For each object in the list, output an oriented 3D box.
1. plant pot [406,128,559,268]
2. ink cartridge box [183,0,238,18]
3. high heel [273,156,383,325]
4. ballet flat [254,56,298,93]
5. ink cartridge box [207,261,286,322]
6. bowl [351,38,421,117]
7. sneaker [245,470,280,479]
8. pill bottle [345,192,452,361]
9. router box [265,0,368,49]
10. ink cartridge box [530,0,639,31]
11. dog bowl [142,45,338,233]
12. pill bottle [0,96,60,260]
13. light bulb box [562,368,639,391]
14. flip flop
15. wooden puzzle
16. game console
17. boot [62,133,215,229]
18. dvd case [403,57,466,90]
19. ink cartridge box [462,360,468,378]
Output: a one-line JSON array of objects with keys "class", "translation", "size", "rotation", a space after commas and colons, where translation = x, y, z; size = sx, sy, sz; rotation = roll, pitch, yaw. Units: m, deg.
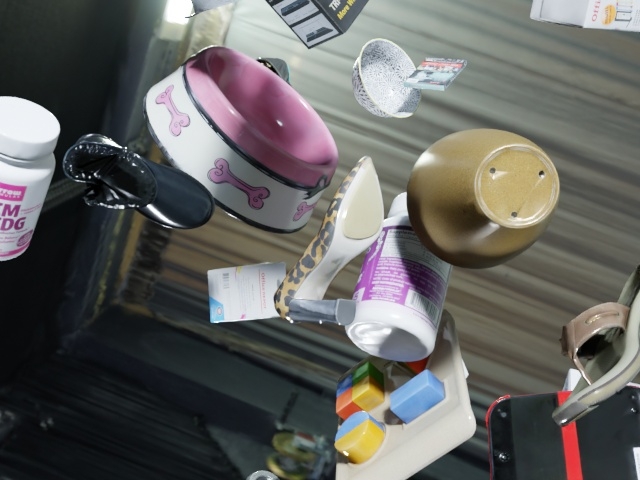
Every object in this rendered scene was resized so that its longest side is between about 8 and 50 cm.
[{"class": "plant pot", "translation": [0.268, -0.071, 1.178], "size": [0.254, 0.237, 0.237], "rotation": [161, 130, -88]}, {"class": "ink cartridge box", "translation": [-0.101, -0.439, 1.263], "size": [0.223, 0.045, 0.224], "rotation": [-35, 23, -26]}, {"class": "high heel", "translation": [0.000, 0.000, 1.178], "size": [0.186, 0.093, 0.261], "rotation": [-2, 72, 53]}, {"class": "ballet flat", "translation": [-0.107, -0.333, 1.772], "size": [0.095, 0.096, 0.280], "rotation": [-56, 35, 29]}, {"class": "ink cartridge box", "translation": [-0.126, 0.100, 1.485], "size": [0.062, 0.181, 0.104], "rotation": [6, -101, -60]}, {"class": "bowl", "translation": [0.119, -0.318, 1.577], "size": [0.080, 0.170, 0.170], "rotation": [-21, 37, 48]}, {"class": "sneaker", "translation": [-0.070, 0.578, 1.488], "size": [0.101, 0.267, 0.106], "rotation": [-7, -39, -43]}, {"class": "pill bottle", "translation": [0.161, 0.061, 1.456], "size": [0.169, 0.169, 0.301], "rotation": [104, -176, -59]}, {"class": "router box", "translation": [0.004, -0.431, 0.936], "size": [0.081, 0.243, 0.308], "rotation": [-5, 47, 55]}, {"class": "ink cartridge box", "translation": [0.615, -0.555, 1.688], "size": [0.168, 0.233, 0.171], "rotation": [37, 127, 54]}, {"class": "dog bowl", "translation": [-0.135, -0.212, 1.511], "size": [0.150, 0.408, 0.408], "rotation": [-45, 6, 23]}, {"class": "pill bottle", "translation": [-0.587, -0.112, 1.424], "size": [0.283, 0.160, 0.160], "rotation": [-59, 2, 32]}, {"class": "light bulb box", "translation": [0.739, 0.544, 1.868], "size": [0.225, 0.358, 0.361], "rotation": [-65, -16, -53]}, {"class": "flip flop", "translation": [0.320, 0.104, 0.874], "size": [0.277, 0.080, 0.112], "rotation": [-47, -9, -36]}, {"class": "wooden puzzle", "translation": [0.138, 0.310, 1.516], "size": [0.322, 0.080, 0.347], "rotation": [-39, 24, 21]}, {"class": "game console", "translation": [0.522, 0.498, 1.601], "size": [0.060, 0.342, 0.386], "rotation": [54, -148, -52]}, {"class": "boot", "translation": [-0.259, -0.073, 1.133], "size": [0.094, 0.246, 0.207], "rotation": [-59, 20, 3]}, {"class": "dvd case", "translation": [0.229, -0.333, 1.533], "size": [0.119, 0.087, 0.013], "rotation": [-49, -40, -42]}, {"class": "ink cartridge box", "translation": [0.287, 0.324, 2.020], "size": [0.158, 0.092, 0.217], "rotation": [-48, -55, -31]}]
